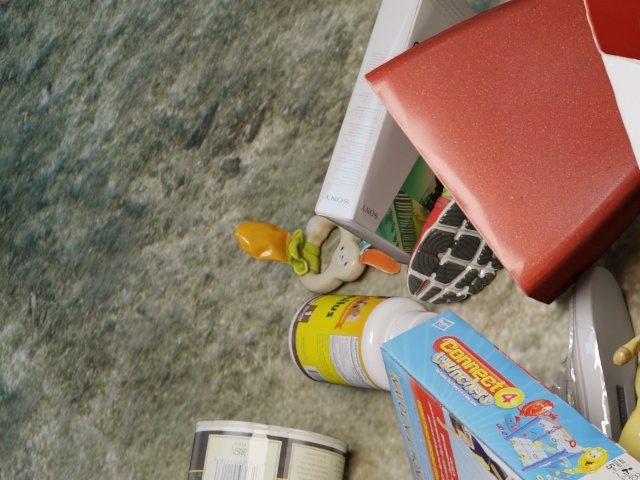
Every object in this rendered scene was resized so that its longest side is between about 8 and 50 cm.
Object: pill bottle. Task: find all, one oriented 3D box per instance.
[{"bbox_3d":[0.064,0.127,1.469,0.215,0.117,0.117,-1,73,51],"label":"pill bottle"}]

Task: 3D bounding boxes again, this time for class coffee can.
[{"bbox_3d":[-0.080,0.379,1.465,0.201,0.201,0.275,-12,64,49],"label":"coffee can"}]

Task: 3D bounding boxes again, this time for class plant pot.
[{"bbox_3d":[0.239,-0.112,1.204,0.236,0.267,0.267,-37,77,10],"label":"plant pot"}]

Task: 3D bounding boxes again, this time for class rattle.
[{"bbox_3d":[0.000,0.000,1.602,0.130,0.143,0.200,-55,28,-11],"label":"rattle"}]

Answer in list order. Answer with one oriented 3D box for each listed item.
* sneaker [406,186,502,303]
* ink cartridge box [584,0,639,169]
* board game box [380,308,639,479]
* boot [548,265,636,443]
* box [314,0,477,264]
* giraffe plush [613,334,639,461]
[{"bbox_3d":[0.188,-0.051,1.435,0.279,0.107,0.118,-63,15,10],"label":"sneaker"},{"bbox_3d":[0.380,-0.079,1.002,0.091,0.308,0.385,-36,46,37],"label":"ink cartridge box"},{"bbox_3d":[0.195,0.265,1.105,0.086,0.308,0.302,-26,35,-17],"label":"board game box"},{"bbox_3d":[0.259,0.160,1.221,0.123,0.095,0.258,-19,60,39],"label":"boot"},{"bbox_3d":[0.114,-0.147,1.431,0.058,0.232,0.322,15,83,31],"label":"box"},{"bbox_3d":[0.370,0.159,1.032,0.170,0.181,0.210,-4,88,39],"label":"giraffe plush"}]
